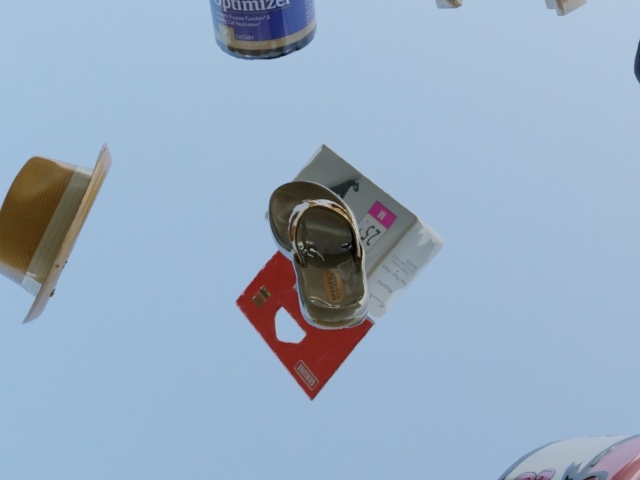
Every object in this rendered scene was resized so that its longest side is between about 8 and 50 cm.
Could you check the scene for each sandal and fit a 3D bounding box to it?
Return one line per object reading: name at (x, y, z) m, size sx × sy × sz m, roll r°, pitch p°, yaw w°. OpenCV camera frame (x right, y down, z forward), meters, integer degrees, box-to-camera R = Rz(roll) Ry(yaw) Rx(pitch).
sandal at (0.000, 0.000, 0.970) m, size 0.072 × 0.049 × 0.180 m, roll -10°, pitch -142°, yaw -5°

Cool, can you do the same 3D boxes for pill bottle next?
pill bottle at (-0.073, -0.324, 1.338) m, size 0.122 × 0.219 × 0.123 m, roll -4°, pitch -143°, yaw 3°

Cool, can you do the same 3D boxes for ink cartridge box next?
ink cartridge box at (-0.003, 0.028, 1.449) m, size 0.239 × 0.060 × 0.275 m, roll -49°, pitch -147°, yaw 2°

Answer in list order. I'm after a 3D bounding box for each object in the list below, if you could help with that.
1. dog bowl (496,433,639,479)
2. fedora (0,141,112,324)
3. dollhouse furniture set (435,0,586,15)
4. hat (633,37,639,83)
dog bowl at (0.326, 0.356, 1.068) m, size 0.150 × 0.407 × 0.408 m, roll -39°, pitch -129°, yaw 51°
fedora at (-0.271, -0.017, 1.162) m, size 0.079 × 0.194 × 0.194 m, roll 25°, pitch -101°, yaw -11°
dollhouse furniture set at (0.182, -0.369, 1.343) m, size 0.303 × 0.356 × 0.173 m, roll -32°, pitch -156°, yaw -21°
hat at (0.336, -0.020, 0.780) m, size 0.331 × 0.331 × 0.134 m, roll 23°, pitch -106°, yaw 28°
